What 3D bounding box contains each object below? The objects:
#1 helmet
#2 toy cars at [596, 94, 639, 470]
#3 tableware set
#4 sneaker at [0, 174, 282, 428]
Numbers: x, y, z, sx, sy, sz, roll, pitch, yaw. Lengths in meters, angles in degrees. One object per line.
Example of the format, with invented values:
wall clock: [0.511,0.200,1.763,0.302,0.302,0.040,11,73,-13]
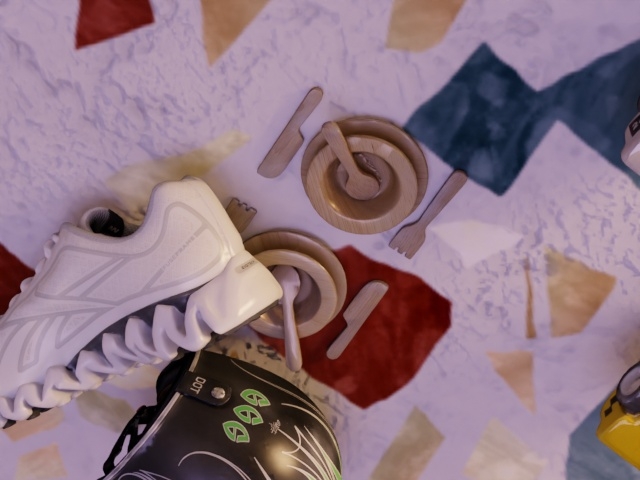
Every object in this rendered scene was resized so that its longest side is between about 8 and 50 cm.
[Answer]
helmet: [-0.063,0.171,1.061,0.161,0.169,0.169,38,120,-9]
toy cars: [0.271,-0.014,0.942,0.176,0.087,0.394,0,119,2]
tableware set: [0.000,0.000,1.013,0.128,0.039,0.194,29,122,-10]
sneaker: [-0.167,0.047,1.043,0.292,0.110,0.118,-25,94,26]
